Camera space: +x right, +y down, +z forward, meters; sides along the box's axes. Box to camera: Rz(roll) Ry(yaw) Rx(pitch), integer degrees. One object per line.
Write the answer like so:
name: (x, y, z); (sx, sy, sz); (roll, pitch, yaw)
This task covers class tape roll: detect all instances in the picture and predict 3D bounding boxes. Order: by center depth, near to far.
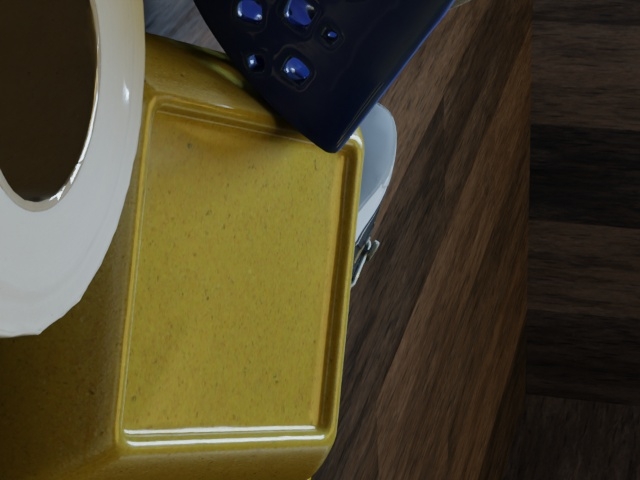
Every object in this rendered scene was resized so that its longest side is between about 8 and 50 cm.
tape roll: (-0.190, -0.091, 0.810); (0.286, 0.100, 0.286); (5, 90, -76)

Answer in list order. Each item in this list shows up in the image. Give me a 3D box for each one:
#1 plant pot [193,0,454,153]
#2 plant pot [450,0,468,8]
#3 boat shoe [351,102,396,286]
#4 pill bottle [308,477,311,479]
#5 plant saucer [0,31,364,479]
plant pot: (0.014, -0.241, 1.086); (0.236, 0.212, 0.236); (-52, -177, 30)
plant pot: (0.086, -0.388, 1.500); (0.191, 0.284, 0.284); (43, 50, -42)
boat shoe: (0.004, 0.001, 1.557); (0.105, 0.113, 0.306); (80, 22, -63)
pill bottle: (-0.069, 0.216, 1.332); (0.117, 0.117, 0.215); (70, 29, -58)
plant saucer: (-0.078, 0.026, 1.066); (0.332, 0.081, 0.333); (7, 88, -51)
